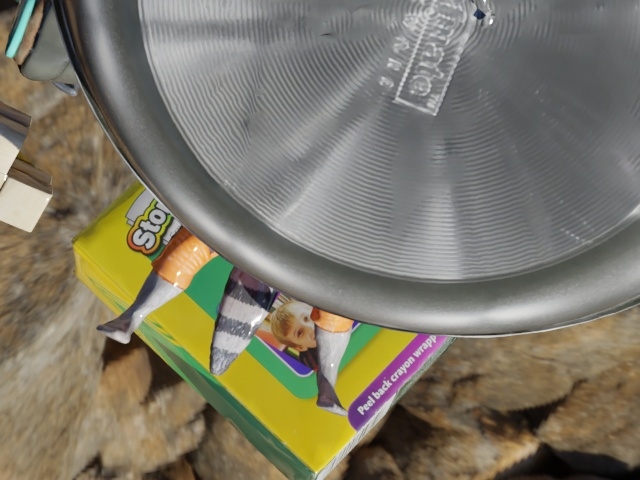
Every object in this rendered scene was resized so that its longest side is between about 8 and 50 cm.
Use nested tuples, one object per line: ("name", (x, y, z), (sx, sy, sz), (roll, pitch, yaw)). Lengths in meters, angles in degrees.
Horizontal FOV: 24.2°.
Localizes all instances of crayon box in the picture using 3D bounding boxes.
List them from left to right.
("crayon box", (0.000, 0.000, 1.423), (0.313, 0.106, 0.363), (43, 71, 10))

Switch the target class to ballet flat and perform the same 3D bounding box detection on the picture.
("ballet flat", (-0.179, -0.188, 1.082), (0.096, 0.280, 0.095), (16, 123, -22))

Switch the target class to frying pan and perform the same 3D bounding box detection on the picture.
("frying pan", (0.075, -0.016, 0.346), (0.326, 0.053, 0.197), (42, 117, -9))

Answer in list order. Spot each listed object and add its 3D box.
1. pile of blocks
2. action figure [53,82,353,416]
("pile of blocks", (-0.346, -0.164, 1.335), (0.362, 0.149, 0.112), (40, 113, 15))
("action figure", (-0.071, -0.063, 1.190), (0.341, 0.178, 0.330), (18, 82, 5))
